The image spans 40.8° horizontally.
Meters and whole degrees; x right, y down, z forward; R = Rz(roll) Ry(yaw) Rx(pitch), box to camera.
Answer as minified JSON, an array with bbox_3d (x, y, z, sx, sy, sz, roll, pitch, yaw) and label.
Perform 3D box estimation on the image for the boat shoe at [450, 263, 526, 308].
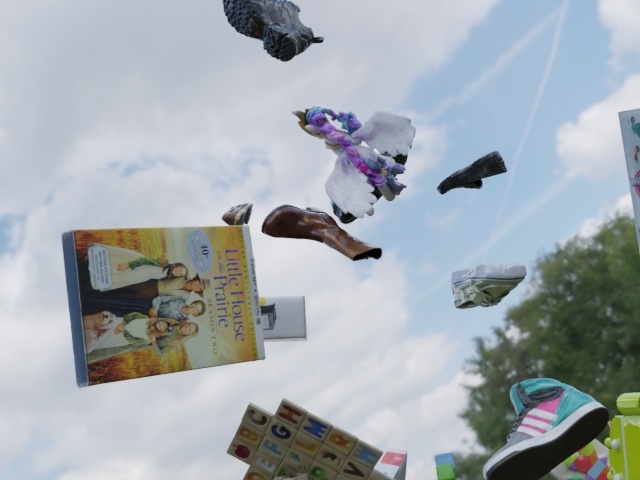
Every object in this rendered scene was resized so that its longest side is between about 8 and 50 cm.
[{"bbox_3d":[0.386,0.106,1.971,0.109,0.094,0.302,0,-8,-12],"label":"boat shoe"}]

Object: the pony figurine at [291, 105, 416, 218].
[{"bbox_3d":[0.109,-0.232,2.409,0.303,0.351,0.363,-55,-31,2],"label":"pony figurine"}]

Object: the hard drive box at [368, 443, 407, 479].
[{"bbox_3d":[0.064,0.531,1.944,0.232,0.089,0.181,6,12,16],"label":"hard drive box"}]

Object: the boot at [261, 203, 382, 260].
[{"bbox_3d":[0.000,0.000,2.475,0.264,0.280,0.096,2,-65,-49],"label":"boot"}]

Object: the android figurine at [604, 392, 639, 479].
[{"bbox_3d":[0.571,0.394,1.525,0.056,0.248,0.273,0,-10,-5],"label":"android figurine"}]

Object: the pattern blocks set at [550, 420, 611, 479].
[{"bbox_3d":[0.629,0.532,1.980,0.285,0.325,0.026,-58,-10,-20],"label":"pattern blocks set"}]

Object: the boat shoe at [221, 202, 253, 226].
[{"bbox_3d":[-0.235,-0.077,2.458,0.178,0.060,0.064,-53,-23,-75],"label":"boat shoe"}]

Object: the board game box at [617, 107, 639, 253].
[{"bbox_3d":[0.665,-0.099,1.516,0.224,0.303,0.097,-12,5,-20],"label":"board game box"}]

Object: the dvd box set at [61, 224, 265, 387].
[{"bbox_3d":[-0.313,0.124,1.782,0.420,0.308,0.062,-1,-8,-40],"label":"dvd box set"}]

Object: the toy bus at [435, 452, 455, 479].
[{"bbox_3d":[0.257,0.455,1.384,0.104,0.202,0.191,-12,-48,6],"label":"toy bus"}]

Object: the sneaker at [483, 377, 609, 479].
[{"bbox_3d":[0.442,0.394,1.839,0.295,0.178,0.124,-27,-57,-10],"label":"sneaker"}]

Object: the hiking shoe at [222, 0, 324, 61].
[{"bbox_3d":[-0.100,-0.441,1.701,0.114,0.227,0.086,-28,-23,-40],"label":"hiking shoe"}]

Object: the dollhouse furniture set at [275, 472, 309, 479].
[{"bbox_3d":[-0.126,0.557,1.798,0.161,0.101,0.182,-7,-8,-40],"label":"dollhouse furniture set"}]

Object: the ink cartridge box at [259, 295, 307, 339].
[{"bbox_3d":[-0.194,0.237,2.549,0.306,0.131,0.226,-2,-9,-1],"label":"ink cartridge box"}]

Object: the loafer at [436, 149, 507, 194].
[{"bbox_3d":[0.428,-0.177,2.447,0.223,0.078,0.076,-29,0,37],"label":"loafer"}]

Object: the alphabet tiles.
[{"bbox_3d":[-0.023,0.472,1.795,0.285,0.342,0.011,-65,-4,37],"label":"alphabet tiles"}]

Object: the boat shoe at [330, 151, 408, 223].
[{"bbox_3d":[0.163,-0.167,2.656,0.114,0.091,0.302,27,-64,-40],"label":"boat shoe"}]
